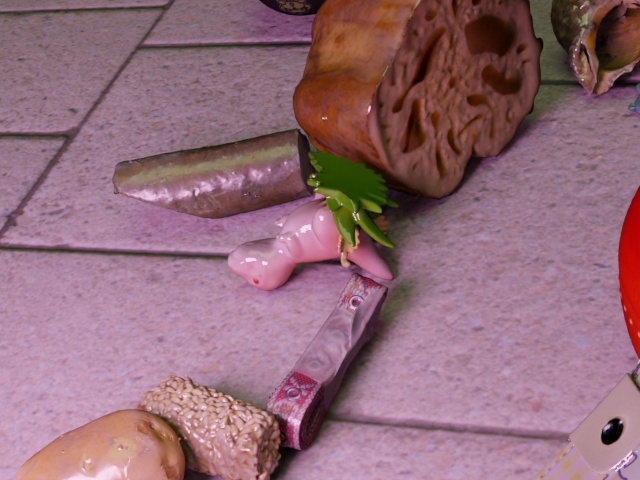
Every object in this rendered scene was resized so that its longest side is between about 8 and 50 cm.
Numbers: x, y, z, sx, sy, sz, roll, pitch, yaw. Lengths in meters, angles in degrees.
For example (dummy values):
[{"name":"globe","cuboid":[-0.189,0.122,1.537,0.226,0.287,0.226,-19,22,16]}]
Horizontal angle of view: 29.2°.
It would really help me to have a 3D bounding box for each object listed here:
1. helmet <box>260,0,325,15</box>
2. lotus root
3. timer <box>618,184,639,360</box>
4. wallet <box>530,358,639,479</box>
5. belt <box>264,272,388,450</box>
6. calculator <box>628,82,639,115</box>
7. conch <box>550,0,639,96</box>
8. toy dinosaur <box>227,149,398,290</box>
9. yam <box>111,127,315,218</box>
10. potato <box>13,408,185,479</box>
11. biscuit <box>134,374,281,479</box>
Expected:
[{"name":"helmet","cuboid":[-0.023,-0.457,2.029,0.231,0.160,0.278,2,52,17]},{"name":"lotus root","cuboid":[0.117,-0.200,1.611,0.316,0.316,0.250,-38,31,-29]},{"name":"timer","cuboid":[0.475,0.028,1.161,0.378,0.279,0.378,-6,39,5]},{"name":"wallet","cuboid":[0.265,0.188,0.972,0.309,0.077,0.223,-52,14,11]},{"name":"belt","cuboid":[0.007,0.133,1.341,0.053,0.071,0.232,15,48,22]},{"name":"calculator","cuboid":[0.477,-0.202,1.665,0.141,0.019,0.094,-35,45,-26]},{"name":"conch","cuboid":[0.399,-0.297,1.719,0.155,0.130,0.207,-23,44,41]},{"name":"toy dinosaur","cuboid":[0.002,0.004,1.460,0.194,0.177,0.152,12,29,-16]},{"name":"yam","cuboid":[-0.138,-0.081,1.626,0.259,0.106,0.106,-11,37,3]},{"name":"potato","cuboid":[-0.219,0.239,1.231,0.178,0.109,0.118,-25,31,6]},{"name":"biscuit","cuboid":[-0.117,0.198,1.274,0.168,0.082,0.070,16,31,32]}]
